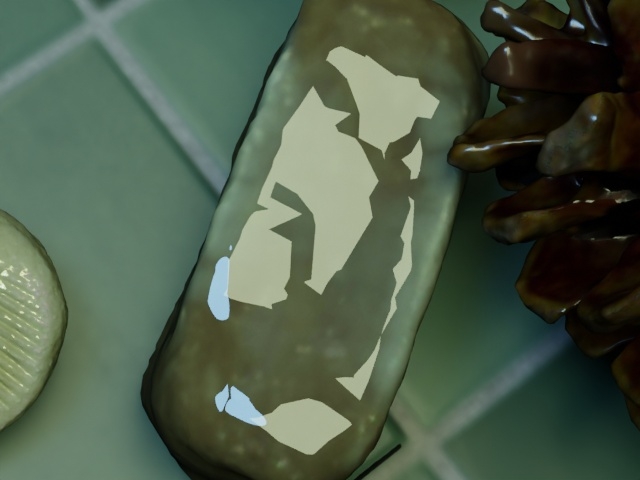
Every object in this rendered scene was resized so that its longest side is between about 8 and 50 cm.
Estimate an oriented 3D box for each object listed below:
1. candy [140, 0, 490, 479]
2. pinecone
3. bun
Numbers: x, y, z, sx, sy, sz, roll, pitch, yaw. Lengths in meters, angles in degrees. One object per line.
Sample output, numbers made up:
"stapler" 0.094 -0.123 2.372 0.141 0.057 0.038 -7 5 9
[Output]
"candy" 0.000 0.000 0.697 0.102 0.104 0.234 23 72 -5
"pinecone" 0.195 -0.021 0.658 0.309 0.244 0.244 25 70 -33
"bun" -0.167 0.035 0.675 0.115 0.069 0.115 -2 96 -18
